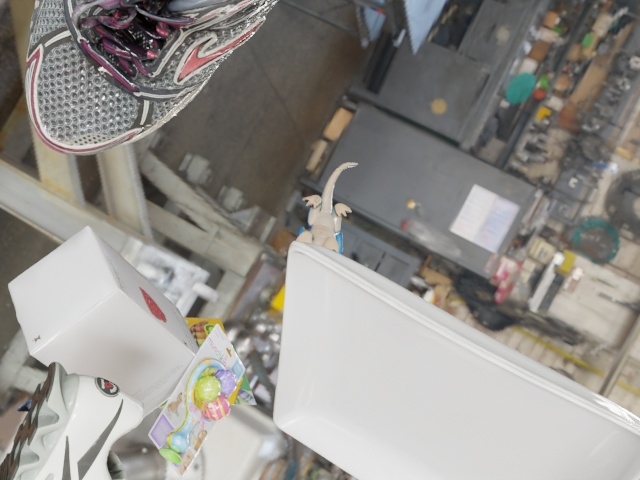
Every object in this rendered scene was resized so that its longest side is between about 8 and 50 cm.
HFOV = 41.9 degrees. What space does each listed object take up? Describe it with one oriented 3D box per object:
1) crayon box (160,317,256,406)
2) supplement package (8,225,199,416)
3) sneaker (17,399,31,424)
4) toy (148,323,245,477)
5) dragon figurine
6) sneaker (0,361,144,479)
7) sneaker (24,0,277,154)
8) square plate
[{"bbox_3d":[-0.302,0.255,1.782,0.323,0.203,0.083,5,122,-26],"label":"crayon box"},{"bbox_3d":[-0.359,0.151,1.440,0.175,0.177,0.293,-36,139,0],"label":"supplement package"},{"bbox_3d":[-0.528,0.368,1.862,0.236,0.130,0.323,-47,169,31],"label":"sneaker"},{"bbox_3d":[-0.193,0.279,1.446,0.237,0.056,0.137,-57,140,-34],"label":"toy"},{"bbox_3d":[0.000,0.000,1.446,0.144,0.085,0.289,101,-1,-56],"label":"dragon figurine"},{"bbox_3d":[-0.324,0.308,1.028,0.330,0.146,0.122,-57,-152,21],"label":"sneaker"},{"bbox_3d":[-0.090,-0.145,0.465,0.299,0.121,0.112,-40,-158,37],"label":"sneaker"},{"bbox_3d":[0.112,0.175,0.819,0.049,0.344,0.347,-51,161,-35],"label":"square plate"}]
